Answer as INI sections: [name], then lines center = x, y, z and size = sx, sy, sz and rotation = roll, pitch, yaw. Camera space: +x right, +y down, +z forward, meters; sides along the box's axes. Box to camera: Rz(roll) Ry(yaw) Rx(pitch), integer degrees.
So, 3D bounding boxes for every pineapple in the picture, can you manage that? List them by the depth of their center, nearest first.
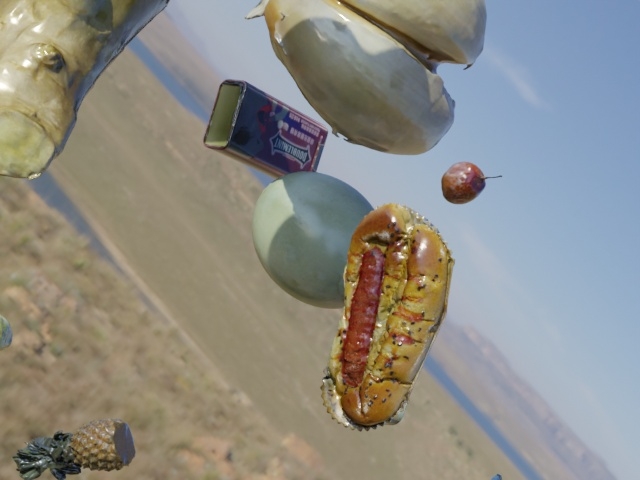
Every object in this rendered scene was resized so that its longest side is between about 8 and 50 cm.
[pineapple]
center = -0.322, 0.274, 1.432
size = 0.074, 0.159, 0.074
rotation = -14, 90, -74

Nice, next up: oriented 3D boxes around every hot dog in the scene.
[hot dog]
center = 0.071, 0.086, 1.206
size = 0.131, 0.253, 0.069
rotation = 16, 4, 35

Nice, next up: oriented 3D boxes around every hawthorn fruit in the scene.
[hawthorn fruit]
center = 0.234, -0.091, 1.710
size = 0.103, 0.067, 0.067
rotation = -10, -50, 50

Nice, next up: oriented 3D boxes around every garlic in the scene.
[garlic]
center = 0.074, -0.274, 1.453
size = 0.313, 0.286, 0.249
rotation = 42, -11, 2

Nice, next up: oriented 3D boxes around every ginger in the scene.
[ginger]
center = -0.163, -0.205, 0.855
size = 0.122, 0.348, 0.363
rotation = 37, -3, -10

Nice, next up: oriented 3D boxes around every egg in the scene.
[egg]
center = 0.000, 0.000, 1.661
size = 0.253, 0.186, 0.186
rotation = 40, -3, 33

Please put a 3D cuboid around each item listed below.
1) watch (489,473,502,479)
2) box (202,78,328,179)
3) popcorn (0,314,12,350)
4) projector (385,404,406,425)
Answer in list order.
[watch]
center = 0.137, 0.427, 1.578
size = 0.274, 0.276, 0.068
rotation = 18, 50, -79
[box]
center = -0.085, -0.170, 1.796
size = 0.069, 0.120, 0.224
rotation = 14, -4, 38
[popcorn]
center = -0.540, 0.155, 1.401
size = 0.276, 0.276, 0.225
rotation = 48, -17, 17
[projector]
center = 0.065, 0.202, 1.511
size = 0.082, 0.083, 0.083
rotation = 22, -15, -30
